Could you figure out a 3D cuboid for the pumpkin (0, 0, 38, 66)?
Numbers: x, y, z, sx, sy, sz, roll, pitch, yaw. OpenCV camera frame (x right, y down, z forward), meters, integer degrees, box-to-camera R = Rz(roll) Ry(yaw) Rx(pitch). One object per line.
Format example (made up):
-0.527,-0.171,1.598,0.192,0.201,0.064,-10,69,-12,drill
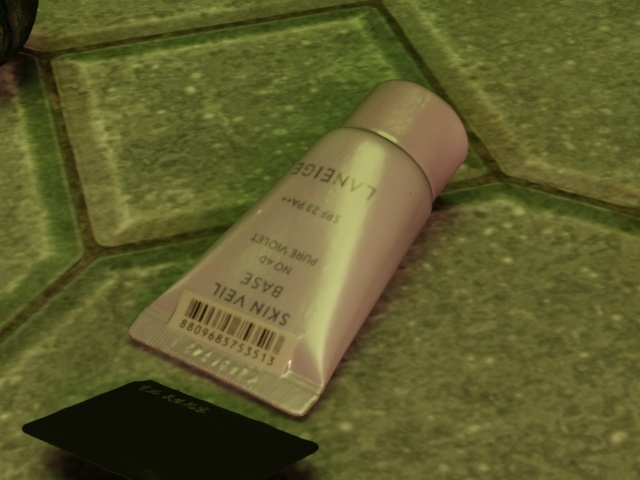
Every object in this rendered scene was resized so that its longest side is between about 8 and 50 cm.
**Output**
-0.357,-0.220,1.245,0.212,0.152,0.211,-6,26,3,pumpkin

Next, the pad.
-0.093,0.121,0.848,0.157,0.003,0.112,15,21,35,pad

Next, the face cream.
0.000,0.000,0.994,0.154,0.096,0.274,23,56,26,face cream
